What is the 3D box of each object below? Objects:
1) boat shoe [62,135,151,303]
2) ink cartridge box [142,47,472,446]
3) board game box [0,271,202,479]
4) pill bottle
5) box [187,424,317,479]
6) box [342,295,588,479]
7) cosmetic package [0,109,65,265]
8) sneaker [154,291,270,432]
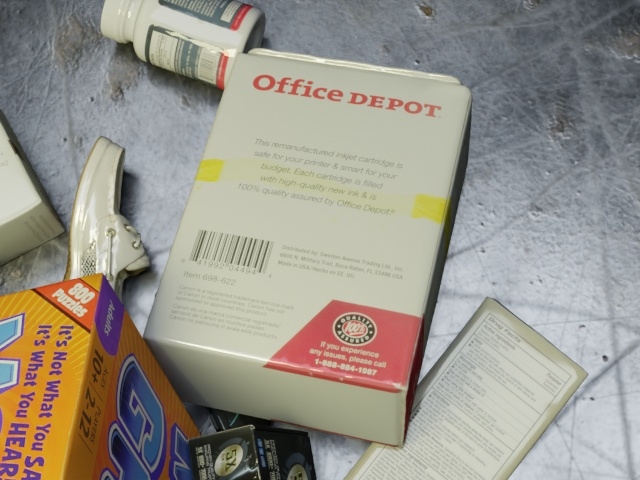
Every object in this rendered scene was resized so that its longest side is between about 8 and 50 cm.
[{"bbox_3d":[-0.245,0.018,1.646,0.096,0.098,0.277,7,87,3],"label":"boat shoe"},{"bbox_3d":[0.000,0.000,1.545,0.279,0.160,0.385,10,61,10],"label":"ink cartridge box"},{"bbox_3d":[-0.319,0.308,1.339,0.356,0.357,0.356,-14,40,14],"label":"board game box"},{"bbox_3d":[-0.167,-0.257,1.696,0.180,0.108,0.108,21,79,6],"label":"pill bottle"},{"bbox_3d":[-0.059,0.288,1.445,0.077,0.147,0.180,-15,74,20],"label":"box"},{"bbox_3d":[0.147,0.231,1.570,0.148,0.121,0.311,39,81,10],"label":"box"},{"bbox_3d":[-0.416,-0.068,1.637,0.151,0.151,0.184,-29,79,-5],"label":"cosmetic package"},{"bbox_3d":[-0.095,0.154,1.606,0.106,0.101,0.267,-26,78,-7],"label":"sneaker"}]
